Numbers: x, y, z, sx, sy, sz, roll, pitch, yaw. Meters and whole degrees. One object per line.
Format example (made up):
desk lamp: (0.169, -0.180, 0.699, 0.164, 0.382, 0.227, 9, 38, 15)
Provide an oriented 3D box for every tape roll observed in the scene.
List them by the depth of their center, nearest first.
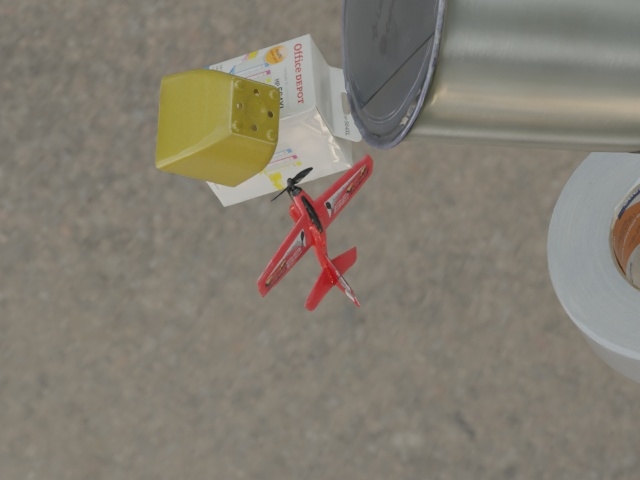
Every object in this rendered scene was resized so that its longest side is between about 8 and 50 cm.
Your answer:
tape roll: (0.294, 0.009, 1.461, 0.219, 0.219, 0.072, -3, 153, 24)

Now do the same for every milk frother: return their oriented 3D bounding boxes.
milk frother: (0.079, -0.099, 0.534, 0.134, 0.143, 0.129, 3, 123, -18)

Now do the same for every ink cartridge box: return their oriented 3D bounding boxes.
ink cartridge box: (-0.039, -0.108, 1.605, 0.143, 0.092, 0.090, -18, 140, 15)

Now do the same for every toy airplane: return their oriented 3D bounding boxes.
toy airplane: (0.000, 0.000, 1.479, 0.028, 0.151, 0.151, 21, 131, 39)

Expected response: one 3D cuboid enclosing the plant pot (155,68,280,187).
plant pot: (-0.075, -0.096, 1.487, 0.081, 0.081, 0.083, 13, 163, -36)
